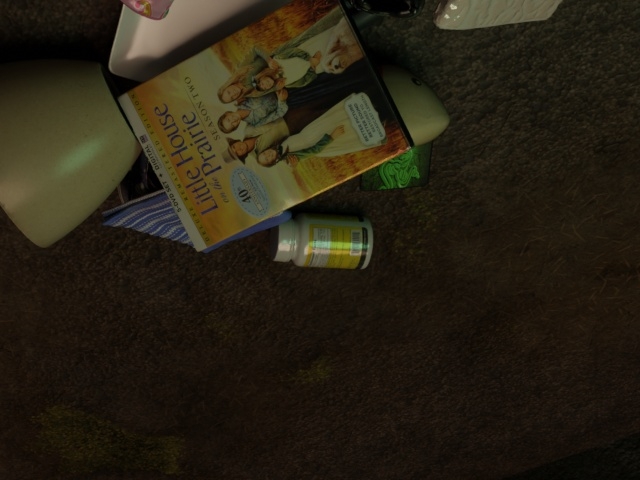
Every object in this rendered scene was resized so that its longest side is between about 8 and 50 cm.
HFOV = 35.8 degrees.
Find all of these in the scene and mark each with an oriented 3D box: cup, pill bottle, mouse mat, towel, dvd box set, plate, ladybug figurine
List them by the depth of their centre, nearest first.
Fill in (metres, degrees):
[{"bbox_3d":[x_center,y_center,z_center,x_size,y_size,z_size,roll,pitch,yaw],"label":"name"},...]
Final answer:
[{"bbox_3d":[0.365,-0.492,1.629,0.317,0.053,0.332,-17,151,-42],"label":"towel"},{"bbox_3d":[-0.095,-0.202,1.666,0.420,0.062,0.308,-24,96,16],"label":"dvd box set"},{"bbox_3d":[-0.198,-0.376,1.684,0.277,0.045,0.278,17,119,-6],"label":"plate"},{"bbox_3d":[-0.453,-0.186,1.732,0.237,0.331,0.331,-26,138,0],"label":"cup"},{"bbox_3d":[0.009,-0.211,1.838,0.449,0.305,0.162,-16,94,4],"label":"ladybug figurine"},{"bbox_3d":[-0.237,-0.045,1.970,0.243,0.040,0.336,-18,162,27],"label":"towel"},{"bbox_3d":[0.160,-0.175,2.079,0.152,0.007,0.190,-6,139,-5],"label":"mouse mat"},{"bbox_3d":[0.000,0.000,2.156,0.208,0.119,0.119,3,137,-14],"label":"pill bottle"}]

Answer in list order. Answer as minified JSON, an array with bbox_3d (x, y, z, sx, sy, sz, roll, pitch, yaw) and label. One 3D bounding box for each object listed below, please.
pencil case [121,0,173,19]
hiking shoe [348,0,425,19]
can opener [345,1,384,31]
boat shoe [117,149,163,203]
[{"bbox_3d":[-0.221,-0.484,1.537,0.124,0.124,0.284,24,115,-33],"label":"pencil case"},{"bbox_3d":[0.065,-0.431,1.651,0.227,0.114,0.086,18,107,4],"label":"hiking shoe"},{"bbox_3d":[0.017,-0.382,1.785,0.280,0.074,0.093,-28,170,22],"label":"can opener"},{"bbox_3d":[-0.328,-0.122,1.922,0.127,0.158,0.340,2,137,-13],"label":"boat shoe"}]
